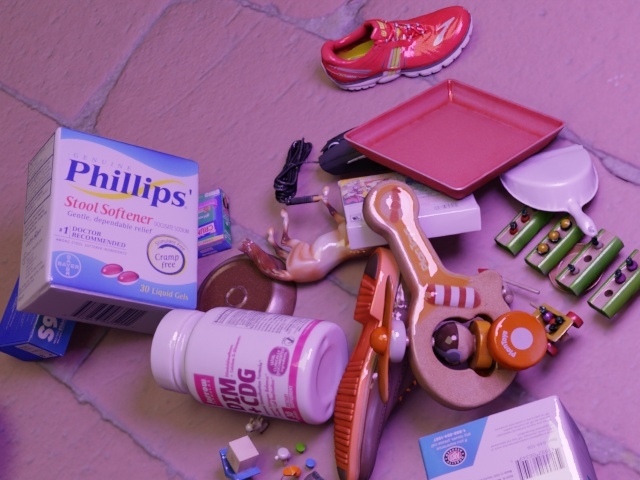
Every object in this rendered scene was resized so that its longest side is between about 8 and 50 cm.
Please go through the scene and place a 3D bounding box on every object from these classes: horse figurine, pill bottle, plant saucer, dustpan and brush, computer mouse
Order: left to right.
[{"bbox_3d":[-0.137,0.102,1.966,0.199,0.036,0.198,-12,59,20],"label":"plant saucer"},{"bbox_3d":[-0.113,0.190,1.822,0.283,0.160,0.160,6,67,25],"label":"pill bottle"},{"bbox_3d":[0.000,0.000,1.936,0.263,0.066,0.174,-26,52,4],"label":"horse figurine"},{"bbox_3d":[0.038,-0.136,1.959,0.262,0.060,0.184,-3,40,25],"label":"computer mouse"},{"bbox_3d":[0.215,-0.160,1.864,0.258,0.047,0.259,-31,42,-31],"label":"plant saucer"},{"bbox_3d":[0.374,-0.071,1.771,0.147,0.060,0.211,-16,26,-5],"label":"dustpan and brush"},{"bbox_3d":[0.389,0.045,1.758,0.083,0.015,0.083,-12,59,20],"label":"plant saucer"}]

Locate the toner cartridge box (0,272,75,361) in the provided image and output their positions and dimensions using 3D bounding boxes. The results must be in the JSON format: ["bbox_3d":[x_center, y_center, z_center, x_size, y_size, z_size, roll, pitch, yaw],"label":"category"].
[{"bbox_3d":[-0.471,0.042,2.095,0.165,0.075,0.347,-11,56,50],"label":"toner cartridge box"}]

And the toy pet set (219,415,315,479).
[{"bbox_3d":[-0.090,0.340,1.813,0.114,0.065,0.122,-16,52,-29],"label":"toy pet set"}]

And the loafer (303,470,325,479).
[{"bbox_3d":[0.085,0.414,1.660,0.267,0.096,0.084,39,82,26],"label":"loafer"}]

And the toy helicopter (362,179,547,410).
[{"bbox_3d":[0.148,0.081,1.671,0.235,0.140,0.355,-24,80,-14],"label":"toy helicopter"}]

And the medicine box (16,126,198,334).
[{"bbox_3d":[-0.355,-0.011,1.960,0.149,0.264,0.289,-34,50,50],"label":"medicine box"}]

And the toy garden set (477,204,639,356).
[{"bbox_3d":[0.342,0.043,1.733,0.204,0.049,0.244,-46,46,-7],"label":"toy garden set"}]

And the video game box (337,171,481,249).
[{"bbox_3d":[0.136,-0.057,1.827,0.205,0.048,0.187,-8,28,1],"label":"video game box"}]

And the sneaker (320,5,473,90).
[{"bbox_3d":[0.131,-0.346,2.029,0.279,0.118,0.107,-20,58,15],"label":"sneaker"}]

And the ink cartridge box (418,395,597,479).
[{"bbox_3d":[0.274,0.383,1.517,0.198,0.197,0.270,-20,57,14],"label":"ink cartridge box"}]

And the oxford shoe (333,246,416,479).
[{"bbox_3d":[0.108,0.199,1.742,0.133,0.130,0.363,14,86,-13],"label":"oxford shoe"}]

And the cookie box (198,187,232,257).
[{"bbox_3d":[-0.207,-0.028,2.066,0.092,0.040,0.107,-17,58,16],"label":"cookie box"}]
